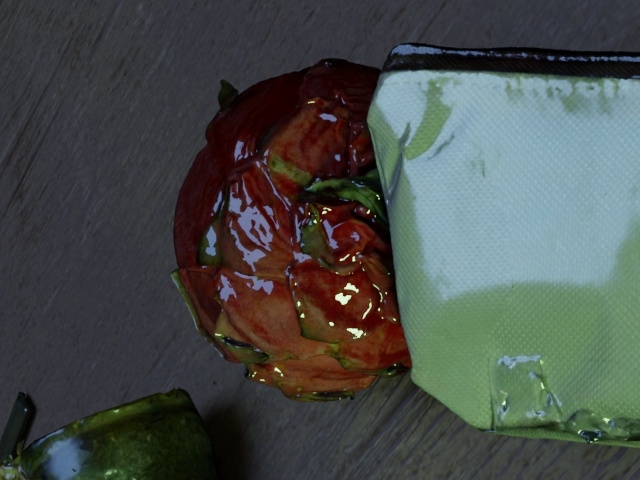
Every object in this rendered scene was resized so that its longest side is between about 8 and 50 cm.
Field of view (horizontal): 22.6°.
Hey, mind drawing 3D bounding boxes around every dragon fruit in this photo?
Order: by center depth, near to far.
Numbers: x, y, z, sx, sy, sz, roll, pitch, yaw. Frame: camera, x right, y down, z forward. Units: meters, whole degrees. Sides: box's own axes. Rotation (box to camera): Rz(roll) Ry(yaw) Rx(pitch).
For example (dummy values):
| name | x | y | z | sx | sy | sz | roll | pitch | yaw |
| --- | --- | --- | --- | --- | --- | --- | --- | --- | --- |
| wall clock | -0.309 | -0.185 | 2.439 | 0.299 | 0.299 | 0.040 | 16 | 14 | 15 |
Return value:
| name | x | y | z | sx | sy | sz | roll | pitch | yaw |
| --- | --- | --- | --- | --- | --- | --- | --- | --- | --- |
| dragon fruit | 0.000 | 0.000 | 1.219 | 0.299 | 0.244 | 0.244 | -60 | 39 | 38 |

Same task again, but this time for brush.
| name | x | y | z | sx | sy | sz | roll | pitch | yaw |
| --- | --- | --- | --- | --- | --- | --- | --- | --- | --- |
| brush | -0.390 | 0.291 | 1.876 | 0.043 | 0.036 | 0.248 | 42 | 116 | 46 |

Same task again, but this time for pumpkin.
| name | x | y | z | sx | sy | sz | roll | pitch | yaw |
| --- | --- | --- | --- | --- | --- | --- | --- | --- | --- |
| pumpkin | -0.212 | 0.294 | 1.502 | 0.325 | 0.242 | 0.232 | -29 | 81 | 34 |

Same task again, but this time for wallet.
| name | x | y | z | sx | sy | sz | roll | pitch | yaw |
| --- | --- | --- | --- | --- | --- | --- | --- | --- | --- |
| wallet | 0.187 | -0.005 | 1.013 | 0.335 | 0.068 | 0.275 | 3 | 94 | 24 |
